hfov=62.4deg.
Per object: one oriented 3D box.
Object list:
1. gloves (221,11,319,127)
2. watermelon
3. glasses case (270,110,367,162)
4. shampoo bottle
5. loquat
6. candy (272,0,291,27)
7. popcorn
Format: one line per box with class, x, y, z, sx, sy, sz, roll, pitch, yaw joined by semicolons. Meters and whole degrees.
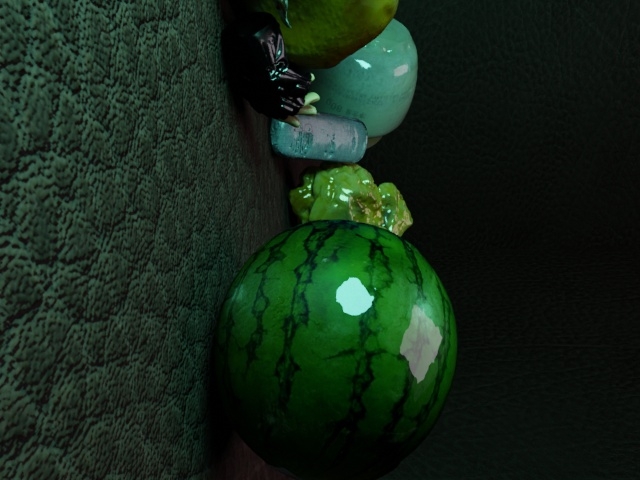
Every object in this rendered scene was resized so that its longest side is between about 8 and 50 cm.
gloves;-0.075;-0.259;0.850;0.164;0.124;0.203;-111;-178;-50
watermelon;0.021;0.139;0.725;0.363;0.364;0.362;-2;90;-83
glasses case;0.003;-0.234;1.193;0.283;0.067;0.109;-3;104;-42
shampoo bottle;0.087;-0.415;1.368;0.317;0.323;0.322;114;-17;-55
loquat;-0.005;-0.446;0.895;0.284;0.276;0.275;37;36;-27
candy;-0.110;-0.433;0.727;0.086;0.059;0.292;-82;148;-70
popcorn;0.074;-0.063;1.333;0.225;0.333;0.264;-135;-127;-65
